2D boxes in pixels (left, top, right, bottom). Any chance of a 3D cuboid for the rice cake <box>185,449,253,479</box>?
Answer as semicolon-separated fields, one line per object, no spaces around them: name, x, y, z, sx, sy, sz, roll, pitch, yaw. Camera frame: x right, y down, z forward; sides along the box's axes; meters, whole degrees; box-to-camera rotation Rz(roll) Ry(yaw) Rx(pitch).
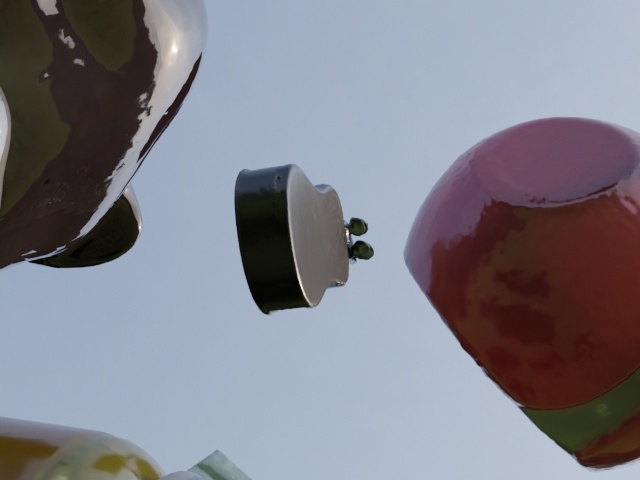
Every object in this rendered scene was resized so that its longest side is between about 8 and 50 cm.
rice cake;-0.049;0.296;1.489;0.237;0.127;0.043;40;-52;15

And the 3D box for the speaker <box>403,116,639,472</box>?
speaker;0.213;0.049;1.312;0.294;0.294;0.294;-3;-55;-4

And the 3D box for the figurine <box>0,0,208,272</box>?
figurine;-0.205;-0.060;0.590;0.365;0.206;0.218;-24;-96;43

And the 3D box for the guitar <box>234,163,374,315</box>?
guitar;0.002;0.000;0.992;0.038;0.271;0.083;-7;-92;13

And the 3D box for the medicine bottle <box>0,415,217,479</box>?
medicine bottle;-0.159;0.203;0.819;0.384;0.224;0.224;5;-53;17
